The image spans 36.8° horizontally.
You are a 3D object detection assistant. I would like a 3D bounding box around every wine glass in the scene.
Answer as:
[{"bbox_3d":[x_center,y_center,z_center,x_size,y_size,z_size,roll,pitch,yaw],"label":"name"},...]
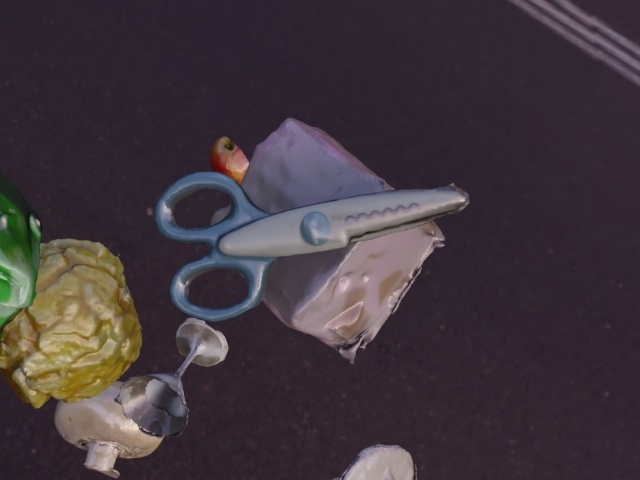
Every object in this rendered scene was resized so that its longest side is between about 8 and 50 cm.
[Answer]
[{"bbox_3d":[-0.284,0.265,1.918,0.156,0.156,0.232,28,34,3],"label":"wine glass"}]

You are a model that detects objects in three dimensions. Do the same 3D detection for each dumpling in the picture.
[{"bbox_3d":[0.047,0.373,1.311,0.142,0.172,0.247,17,50,31],"label":"dumpling"}]

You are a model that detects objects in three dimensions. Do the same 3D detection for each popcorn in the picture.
[{"bbox_3d":[-0.431,0.132,1.630,0.247,0.282,0.282,-5,46,-12],"label":"popcorn"}]

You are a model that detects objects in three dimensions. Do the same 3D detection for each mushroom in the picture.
[{"bbox_3d":[-0.451,0.403,2.067,0.246,0.246,0.202,16,59,-13],"label":"mushroom"}]

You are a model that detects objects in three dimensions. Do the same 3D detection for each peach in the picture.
[{"bbox_3d":[-0.167,-0.136,1.728,0.061,0.098,0.098,-33,64,-20],"label":"peach"}]

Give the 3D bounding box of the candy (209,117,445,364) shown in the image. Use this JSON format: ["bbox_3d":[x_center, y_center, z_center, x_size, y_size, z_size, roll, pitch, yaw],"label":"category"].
[{"bbox_3d":[0.000,0.000,0.977,0.195,0.185,0.137,43,11,36],"label":"candy"}]

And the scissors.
[{"bbox_3d":[-0.010,-0.012,0.860,0.289,0.138,0.041,-11,0,13],"label":"scissors"}]

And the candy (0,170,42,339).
[{"bbox_3d":[-0.232,-0.050,0.376,0.323,0.097,0.097,50,13,-49],"label":"candy"}]
